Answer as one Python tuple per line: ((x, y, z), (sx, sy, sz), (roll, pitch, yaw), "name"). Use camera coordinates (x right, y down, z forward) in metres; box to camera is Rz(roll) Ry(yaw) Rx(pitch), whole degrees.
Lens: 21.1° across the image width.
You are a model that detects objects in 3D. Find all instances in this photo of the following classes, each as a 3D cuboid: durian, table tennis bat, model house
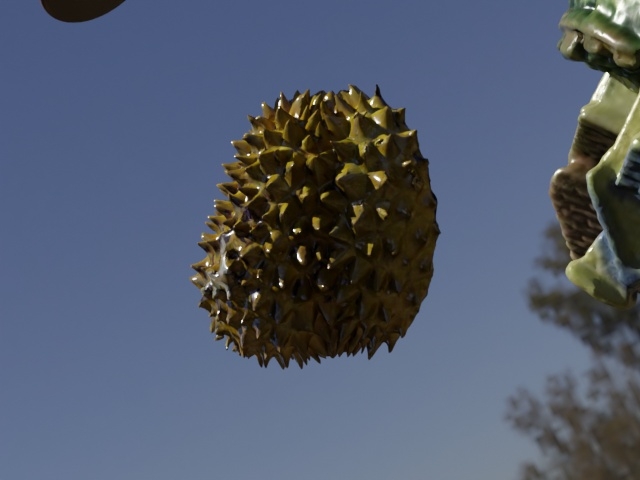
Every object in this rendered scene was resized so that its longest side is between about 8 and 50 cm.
((-0.012, -0.003, 1.303), (0.138, 0.183, 0.249), (1, -61, -30), "durian")
((-0.145, -0.199, 1.308), (0.107, 0.119, 0.170), (-32, -28, -20), "table tennis bat")
((0.299, -0.083, 1.553), (0.266, 0.261, 0.321), (-66, -14, 10), "model house")
